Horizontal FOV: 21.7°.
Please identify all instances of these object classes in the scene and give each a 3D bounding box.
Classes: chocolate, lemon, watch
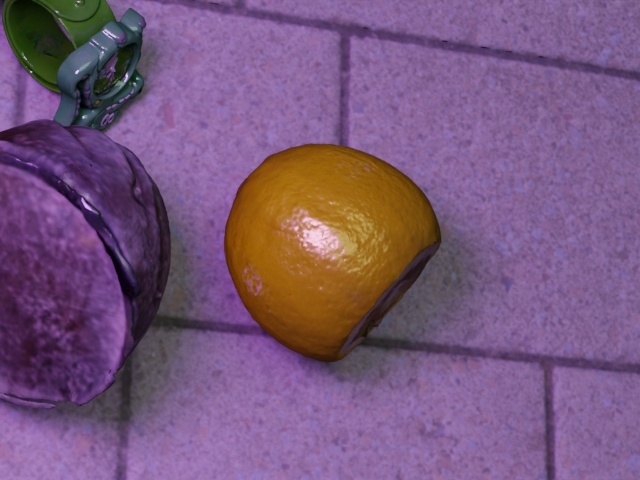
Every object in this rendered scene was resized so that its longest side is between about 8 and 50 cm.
[{"bbox_3d":[-0.272,0.004,1.763,0.303,0.303,0.213,48,36,-2],"label":"chocolate"},{"bbox_3d":[0.000,0.000,1.873,0.219,0.240,0.240,40,65,7],"label":"lemon"},{"bbox_3d":[-0.290,-0.216,1.884,0.152,0.165,0.131,36,56,14],"label":"watch"}]
